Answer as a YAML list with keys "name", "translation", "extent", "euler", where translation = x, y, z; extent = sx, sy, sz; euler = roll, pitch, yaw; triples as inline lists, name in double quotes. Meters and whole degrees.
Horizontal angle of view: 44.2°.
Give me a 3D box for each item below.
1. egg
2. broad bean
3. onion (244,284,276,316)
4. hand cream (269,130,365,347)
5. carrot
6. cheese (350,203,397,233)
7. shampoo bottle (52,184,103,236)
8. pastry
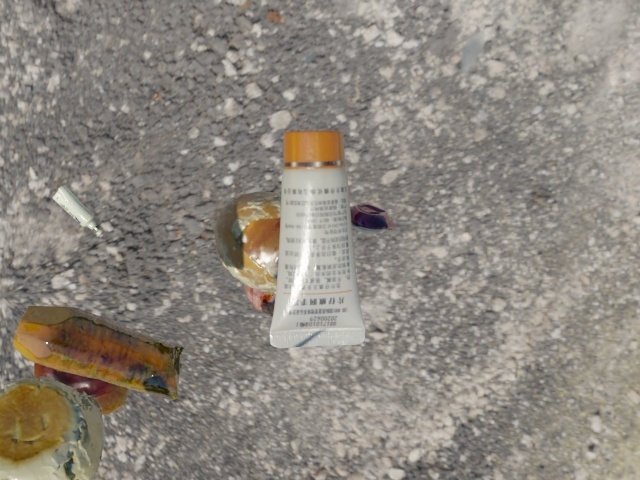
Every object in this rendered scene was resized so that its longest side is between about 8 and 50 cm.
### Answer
- name: "egg"
  translation: [-0.103, 0.000, 1.509]
  extent: [0.233, 0.195, 0.195]
  euler: [35, 69, 27]
- name: "broad bean"
  translation: [-0.565, 0.328, 1.864]
  extent: [0.228, 0.122, 0.156]
  euler: [22, 75, -13]
- name: "onion"
  translation: [-0.117, 0.125, 1.998]
  extent: [0.159, 0.159, 0.195]
  euler: [-11, 129, -22]
- name: "hand cream"
  translation: [0.000, 0.000, 1.125]
  extent: [0.140, 0.089, 0.314]
  euler: [1, 94, -6]
- name: "carrot"
  translation: [-0.379, 0.195, 1.388]
  extent: [0.302, 0.114, 0.114]
  euler: [21, 79, -18]
- name: "cheese"
  translation: [0.068, -0.046, 1.423]
  extent: [0.095, 0.145, 0.038]
  euler: [-32, 138, -58]
- name: "shampoo bottle"
  translation: [-0.558, -0.065, 1.825]
  extent: [0.141, 0.049, 0.034]
  euler: [46, 37, -11]
- name: "pastry"
  translation: [-0.352, 0.247, 0.982]
  extent: [0.166, 0.088, 0.166]
  euler: [2, 54, -2]
